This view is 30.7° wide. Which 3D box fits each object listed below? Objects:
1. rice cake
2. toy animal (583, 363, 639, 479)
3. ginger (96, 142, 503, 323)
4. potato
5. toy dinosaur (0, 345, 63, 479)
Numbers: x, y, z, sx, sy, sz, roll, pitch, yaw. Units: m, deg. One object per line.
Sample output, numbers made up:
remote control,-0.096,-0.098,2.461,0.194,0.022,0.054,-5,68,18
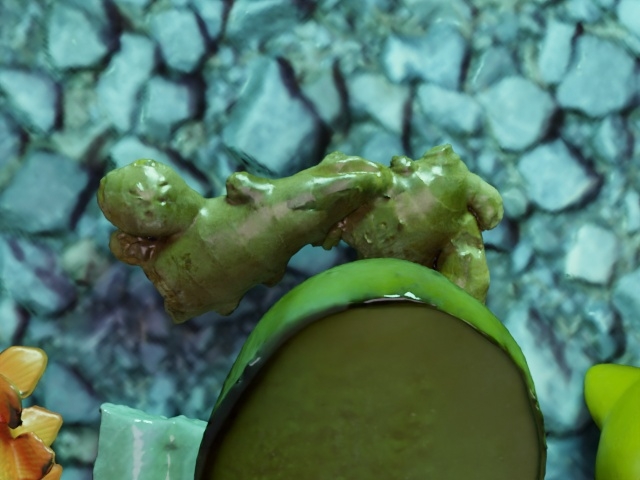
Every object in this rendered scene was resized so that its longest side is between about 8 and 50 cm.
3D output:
rice cake,-0.084,0.198,0.608,0.085,0.040,0.226,4,91,-6
toy animal,0.257,0.117,0.596,0.230,0.156,0.156,6,91,-9
ginger,0.000,0.000,0.608,0.176,0.052,0.193,-38,108,0
potato,0.023,0.122,0.574,0.160,0.111,0.271,-1,117,2
toy dinosaur,-0.200,0.076,0.576,0.288,0.070,0.117,38,86,2
